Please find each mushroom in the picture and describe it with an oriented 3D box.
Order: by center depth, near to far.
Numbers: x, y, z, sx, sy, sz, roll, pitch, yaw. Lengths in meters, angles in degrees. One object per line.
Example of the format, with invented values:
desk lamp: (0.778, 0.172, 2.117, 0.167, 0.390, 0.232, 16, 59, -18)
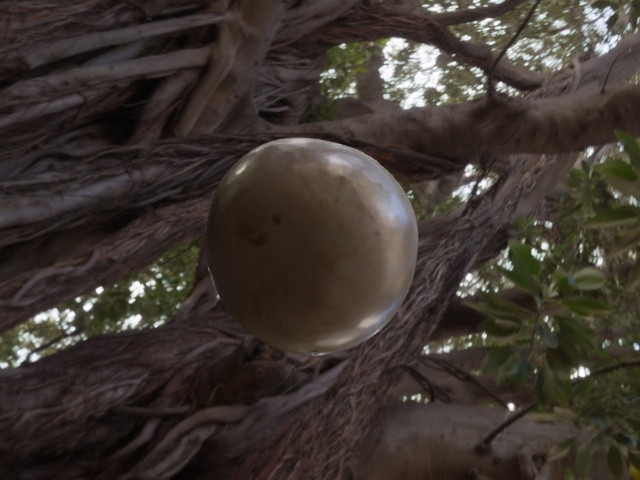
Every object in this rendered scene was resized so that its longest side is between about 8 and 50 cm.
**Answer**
mushroom: (0.000, 0.000, 0.693, 0.204, 0.204, 0.204, 8, -69, 22)
